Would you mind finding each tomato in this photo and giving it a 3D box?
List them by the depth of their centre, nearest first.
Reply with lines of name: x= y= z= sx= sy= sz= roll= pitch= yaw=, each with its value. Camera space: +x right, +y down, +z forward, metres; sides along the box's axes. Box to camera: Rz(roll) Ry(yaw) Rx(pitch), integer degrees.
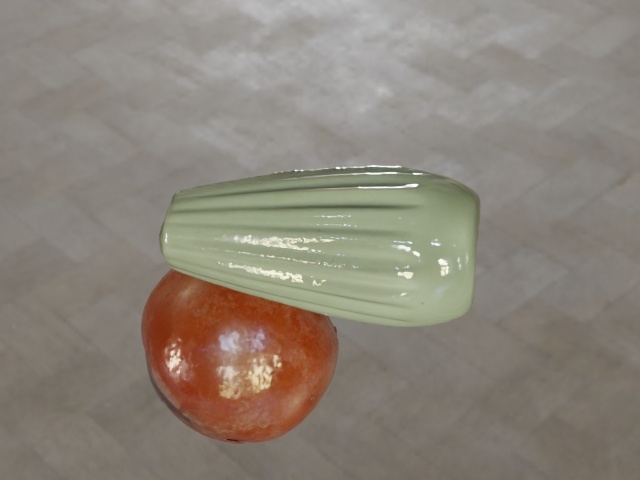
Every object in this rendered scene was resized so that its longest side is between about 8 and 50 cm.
tomato: x=-0.090 y=0.111 z=1.363 sx=0.184 sy=0.208 sz=0.208 roll=-46 pitch=52 yaw=-8

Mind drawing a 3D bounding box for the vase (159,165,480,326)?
vase: x=0.000 y=0.000 z=1.041 sx=0.248 sy=0.128 sz=0.128 roll=4 pitch=39 yaw=6
